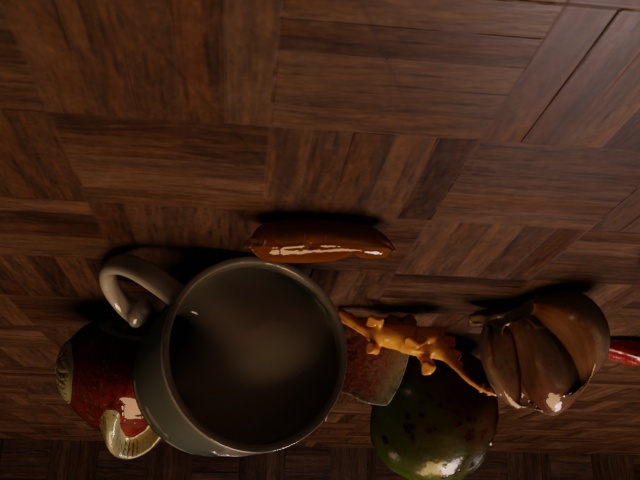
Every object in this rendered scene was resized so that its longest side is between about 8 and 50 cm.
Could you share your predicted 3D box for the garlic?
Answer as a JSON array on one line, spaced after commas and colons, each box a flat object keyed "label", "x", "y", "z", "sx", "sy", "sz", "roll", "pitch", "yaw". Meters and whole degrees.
[{"label": "garlic", "x": 0.362, "y": 0.168, "z": 1.187, "sx": 0.214, "sy": 0.191, "sz": 0.160, "roll": -27, "pitch": 172, "yaw": 31}]

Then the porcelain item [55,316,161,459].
[{"label": "porcelain item", "x": -0.334, "y": 0.256, "z": 1.288, "sx": 0.253, "sy": 0.252, "sz": 0.253, "roll": 1, "pitch": 159, "yaw": 0}]

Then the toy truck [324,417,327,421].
[{"label": "toy truck", "x": -0.039, "y": 0.449, "z": 2.017, "sx": 0.092, "sy": 0.083, "sz": 0.192, "roll": 7, "pitch": 159, "yaw": -15}]

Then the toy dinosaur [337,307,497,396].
[{"label": "toy dinosaur", "x": 0.162, "y": 0.169, "z": 1.236, "sx": 0.288, "sy": 0.070, "sz": 0.117, "roll": 22, "pitch": -159, "yaw": 14}]

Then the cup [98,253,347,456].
[{"label": "cup", "x": -0.174, "y": 0.153, "z": 1.086, "sx": 0.357, "sy": 0.259, "sz": 0.274, "roll": 38, "pitch": 150, "yaw": -8}]

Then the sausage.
[{"label": "sausage", "x": 0.000, "y": 0.000, "z": 0.897, "sx": 0.183, "sy": 0.054, "sz": 0.062, "roll": 0, "pitch": -169, "yaw": -2}]

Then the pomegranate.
[{"label": "pomegranate", "x": 0.185, "y": 0.341, "z": 1.467, "sx": 0.324, "sy": 0.290, "sz": 0.291, "roll": -1, "pitch": 159, "yaw": 5}]

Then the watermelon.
[{"label": "watermelon", "x": 0.032, "y": 0.201, "z": 1.336, "sx": 0.241, "sy": 0.154, "sz": 0.094, "roll": 13, "pitch": 159, "yaw": 5}]

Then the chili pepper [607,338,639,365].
[{"label": "chili pepper", "x": 0.597, "y": 0.213, "z": 1.426, "sx": 0.191, "sy": 0.050, "sz": 0.059, "roll": 12, "pitch": 162, "yaw": 4}]
